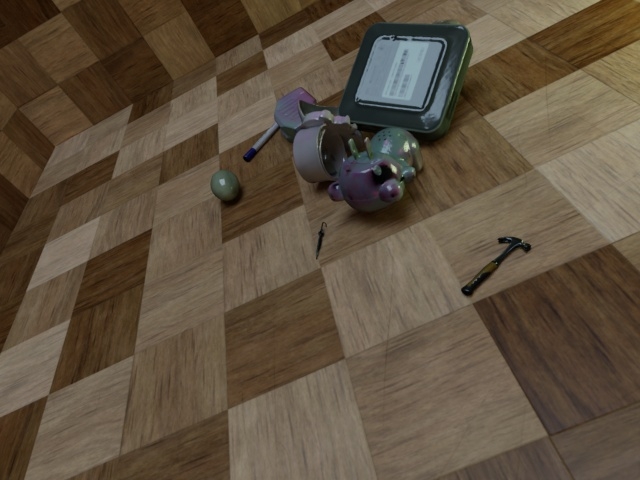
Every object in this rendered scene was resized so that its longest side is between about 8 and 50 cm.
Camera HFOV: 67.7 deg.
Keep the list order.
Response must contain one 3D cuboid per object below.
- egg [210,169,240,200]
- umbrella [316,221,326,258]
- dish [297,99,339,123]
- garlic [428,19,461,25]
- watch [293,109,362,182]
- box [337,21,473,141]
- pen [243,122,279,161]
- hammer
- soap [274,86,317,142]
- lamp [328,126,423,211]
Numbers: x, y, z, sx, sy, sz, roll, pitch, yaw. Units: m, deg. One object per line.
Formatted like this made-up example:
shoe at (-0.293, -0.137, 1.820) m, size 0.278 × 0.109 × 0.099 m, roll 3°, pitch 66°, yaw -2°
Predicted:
egg at (-0.375, -0.216, 1.885) m, size 0.114 × 0.114 × 0.152 m, roll -33°, pitch 45°, yaw -1°
umbrella at (-0.004, -0.003, 1.500) m, size 0.022 × 0.022 × 0.149 m, roll -33°, pitch 30°, yaw 43°
dish at (0.015, -0.457, 1.841) m, size 0.212 × 0.077 × 0.151 m, roll -2°, pitch 50°, yaw -31°
garlic at (0.462, -0.769, 1.885) m, size 0.227 × 0.152 × 0.228 m, roll -19°, pitch 33°, yaw 13°
watch at (0.033, -0.310, 1.671) m, size 0.196 × 0.244 × 0.231 m, roll -5°, pitch 68°, yaw 33°
box at (0.288, -0.559, 1.662) m, size 0.396 × 0.111 × 0.396 m, roll 15°, pitch 82°, yaw 27°
pen at (-0.248, -0.446, 2.105) m, size 0.033 × 0.033 × 0.269 m, roll 15°, pitch 58°, yaw 41°
hammer at (0.416, 0.060, 1.165) m, size 0.201 × 0.021 × 0.078 m, roll -40°, pitch 40°, yaw -11°
soap at (-0.088, -0.517, 2.016) m, size 0.193 × 0.109 × 0.324 m, roll -33°, pitch 40°, yaw 1°
lamp at (0.176, -0.231, 1.455) m, size 0.247 × 0.247 × 0.301 m, roll 8°, pitch 46°, yaw 35°
